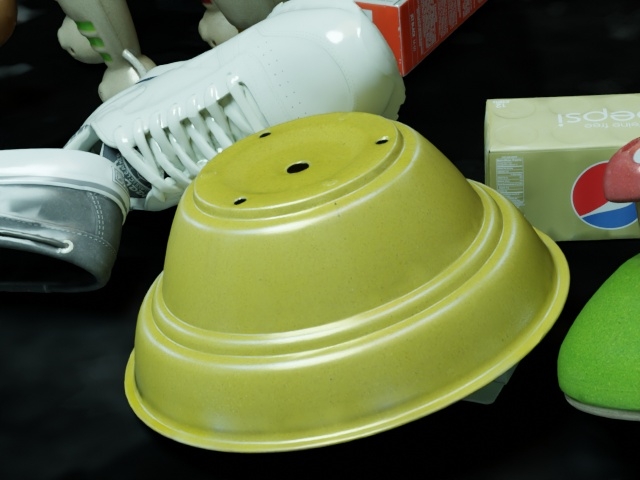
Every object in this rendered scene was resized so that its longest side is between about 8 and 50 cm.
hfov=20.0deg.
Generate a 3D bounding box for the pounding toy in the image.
[{"bbox_3d":[0.204,0.002,0.748,0.237,0.110,0.183,-4,8,45],"label":"pounding toy"}]

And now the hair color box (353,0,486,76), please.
[{"bbox_3d":[0.051,-0.170,1.200,0.093,0.053,0.167,11,33,26],"label":"hair color box"}]

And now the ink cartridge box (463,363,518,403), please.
[{"bbox_3d":[0.073,0.041,0.860,0.048,0.028,0.083,8,33,23],"label":"ink cartridge box"}]

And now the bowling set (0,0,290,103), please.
[{"bbox_3d":[-0.133,-0.147,1.136,0.200,0.154,0.287,-28,35,-3],"label":"bowling set"}]

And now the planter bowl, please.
[{"bbox_3d":[0.000,0.000,0.839,0.217,0.090,0.217,-14,24,6],"label":"planter bowl"}]

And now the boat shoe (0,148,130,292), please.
[{"bbox_3d":[-0.210,0.006,0.926,0.228,0.080,0.076,-3,58,5],"label":"boat shoe"}]

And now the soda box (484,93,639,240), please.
[{"bbox_3d":[0.178,-0.040,0.955,0.181,0.058,0.061,-1,31,5],"label":"soda box"}]

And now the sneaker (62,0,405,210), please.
[{"bbox_3d":[-0.052,-0.058,0.941,0.095,0.090,0.235,-32,8,-40],"label":"sneaker"}]
